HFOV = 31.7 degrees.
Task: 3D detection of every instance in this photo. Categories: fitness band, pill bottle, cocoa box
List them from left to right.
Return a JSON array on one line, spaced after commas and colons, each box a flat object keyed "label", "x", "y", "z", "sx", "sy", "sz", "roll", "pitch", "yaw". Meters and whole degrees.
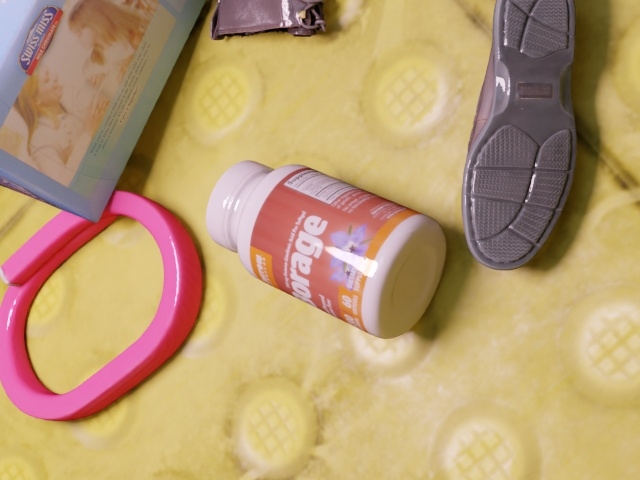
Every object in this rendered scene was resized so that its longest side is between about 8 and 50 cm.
[{"label": "cocoa box", "x": -0.301, "y": -0.235, "z": 1.189, "sx": 0.228, "sy": 0.231, "sz": 0.347, "roll": 20, "pitch": 81, "yaw": 30}, {"label": "fitness band", "x": -0.255, "y": 0.072, "z": 1.242, "sx": 0.291, "sy": 0.054, "sz": 0.209, "roll": -38, "pitch": 65, "yaw": 21}, {"label": "pill bottle", "x": 0.000, "y": 0.000, "z": 1.068, "sx": 0.216, "sy": 0.121, "sz": 0.121, "roll": 24, "pitch": 94, "yaw": 31}]

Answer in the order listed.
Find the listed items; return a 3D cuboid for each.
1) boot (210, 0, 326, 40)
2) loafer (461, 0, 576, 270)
[{"label": "boot", "x": -0.017, "y": -0.322, "z": 1.144, "sx": 0.263, "sy": 0.091, "sz": 0.229, "roll": -6, "pitch": 91, "yaw": 40}, {"label": "loafer", "x": 0.181, "y": -0.105, "z": 1.019, "sx": 0.096, "sy": 0.084, "sz": 0.268, "roll": 9, "pitch": 90, "yaw": 0}]
